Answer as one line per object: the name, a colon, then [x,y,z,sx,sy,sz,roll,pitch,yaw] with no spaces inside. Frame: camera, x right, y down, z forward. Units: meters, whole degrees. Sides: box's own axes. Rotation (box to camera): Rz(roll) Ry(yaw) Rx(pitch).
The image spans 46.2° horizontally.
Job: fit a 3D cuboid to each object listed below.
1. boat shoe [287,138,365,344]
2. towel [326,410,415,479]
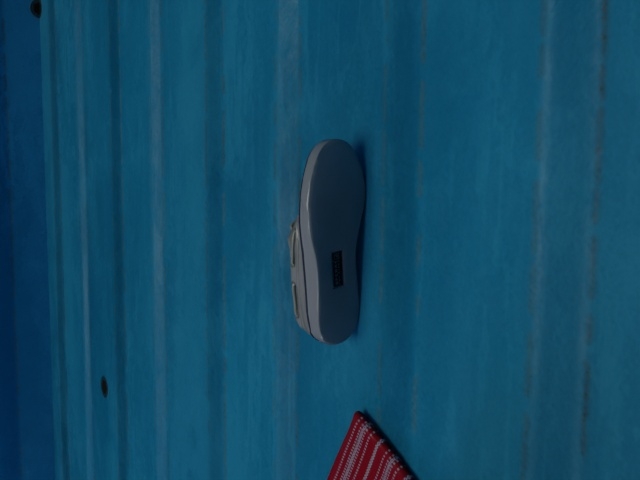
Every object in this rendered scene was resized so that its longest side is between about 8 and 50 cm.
boat shoe: [0.000,0.000,0.985,0.088,0.096,0.268,15,114,50]
towel: [0.087,0.380,0.947,0.275,0.031,0.199,49,131,41]
